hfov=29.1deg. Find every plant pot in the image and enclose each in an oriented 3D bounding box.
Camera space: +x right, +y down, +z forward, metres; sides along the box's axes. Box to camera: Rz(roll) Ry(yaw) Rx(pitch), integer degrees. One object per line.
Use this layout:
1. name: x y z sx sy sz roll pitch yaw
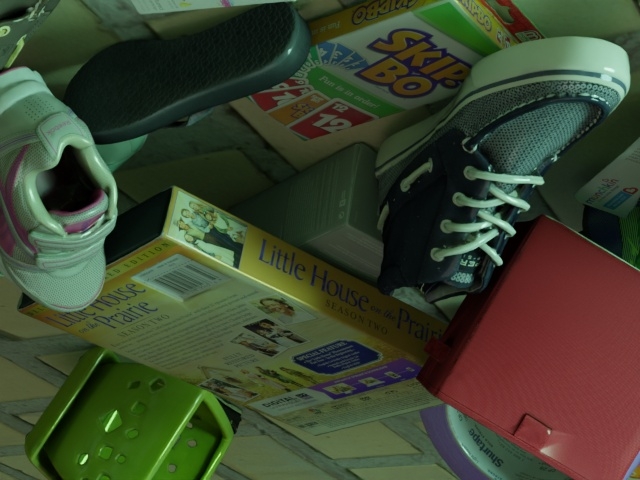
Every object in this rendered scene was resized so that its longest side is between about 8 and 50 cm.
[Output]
1. plant pot: -0.284 0.297 1.789 0.207 0.228 0.227 24 158 18

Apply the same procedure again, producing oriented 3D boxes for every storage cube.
1. storage cube: 0.223 0.104 1.171 0.215 0.193 0.183 32 178 1

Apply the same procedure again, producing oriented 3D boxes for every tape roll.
1. tape roll: 0.256 0.214 1.507 0.275 0.090 0.275 25 135 28

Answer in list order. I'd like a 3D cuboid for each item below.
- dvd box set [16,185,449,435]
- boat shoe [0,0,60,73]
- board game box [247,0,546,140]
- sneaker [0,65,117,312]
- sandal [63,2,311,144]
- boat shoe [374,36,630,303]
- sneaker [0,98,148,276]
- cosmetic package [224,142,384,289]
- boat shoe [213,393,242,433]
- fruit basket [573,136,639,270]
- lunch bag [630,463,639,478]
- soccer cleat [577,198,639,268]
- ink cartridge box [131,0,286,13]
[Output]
1. dvd box set: -0.071 0.095 1.325 0.420 0.062 0.307 27 148 -29
2. boat shoe: -0.291 -0.182 1.006 0.116 0.096 0.324 25 148 -31
3. board game box: 0.053 -0.155 1.056 0.259 0.039 0.124 -16 147 33
4. sneaker: -0.233 -0.022 1.077 0.111 0.103 0.252 35 148 35
5. sandal: -0.118 -0.132 1.066 0.254 0.097 0.054 -10 149 28
6. boat shoe: 0.149 -0.044 1.054 0.127 0.158 0.340 8 163 -18
7. sneaker: -0.256 -0.041 1.217 0.094 0.151 0.256 26 146 -31
8. cosmetic package: 0.000 0.000 1.299 0.127 0.107 0.238 28 149 -34
9. boat shoe: -0.173 0.267 1.928 0.049 0.042 0.133 -11 147 36
10. fruit basket: 0.430 -0.069 1.009 0.327 0.165 0.353 17 146 -8
11. lunch bag: 0.428 0.215 1.601 0.293 0.120 0.258 19 150 -22
12. soccer cleat: 0.380 0.027 1.264 0.289 0.093 0.121 31 154 -36
13. ink cartridge box: -0.074 -0.228 0.875 0.143 0.090 0.092 -2 152 17
